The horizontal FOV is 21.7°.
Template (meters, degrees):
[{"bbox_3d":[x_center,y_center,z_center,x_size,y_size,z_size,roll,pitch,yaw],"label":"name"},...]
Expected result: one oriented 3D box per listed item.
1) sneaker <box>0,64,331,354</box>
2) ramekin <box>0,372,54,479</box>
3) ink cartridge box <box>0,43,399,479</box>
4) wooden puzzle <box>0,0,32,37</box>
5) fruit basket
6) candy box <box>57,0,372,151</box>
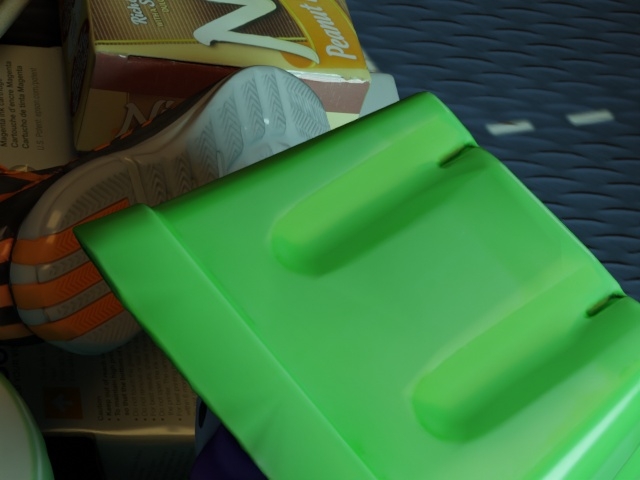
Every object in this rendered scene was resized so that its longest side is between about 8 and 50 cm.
[{"bbox_3d":[-0.129,-0.025,0.969,0.180,0.125,0.321,-1,13,31],"label":"sneaker"},{"bbox_3d":[-0.263,0.162,0.785,0.303,0.148,0.303,5,38,-4],"label":"ramekin"},{"bbox_3d":[-0.078,0.011,1.103,0.330,0.071,0.324,2,50,-17],"label":"ink cartridge box"},{"bbox_3d":[-0.384,-0.176,1.060,0.348,0.080,0.322,24,46,4],"label":"wooden puzzle"},{"bbox_3d":[-0.007,0.166,0.782,0.392,0.392,0.283,-21,58,-36],"label":"fruit basket"},{"bbox_3d":[-0.090,-0.186,1.173,0.183,0.087,0.316,4,43,-17],"label":"candy box"}]
